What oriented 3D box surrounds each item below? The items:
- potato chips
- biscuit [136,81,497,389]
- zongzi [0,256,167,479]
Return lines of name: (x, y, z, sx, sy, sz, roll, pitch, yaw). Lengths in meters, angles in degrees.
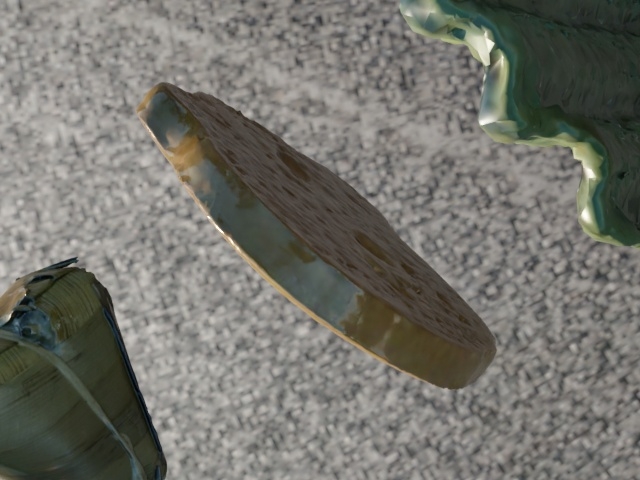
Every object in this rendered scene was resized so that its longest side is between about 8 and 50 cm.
potato chips: (0.133, -0.151, 0.717, 0.070, 0.429, 0.358, -21, 88, 29)
biscuit: (-0.002, 0.002, 1.277, 0.062, 0.385, 0.365, -49, 53, 11)
zongzi: (-0.188, 0.135, 0.908, 0.099, 0.197, 0.194, -4, 117, 31)
